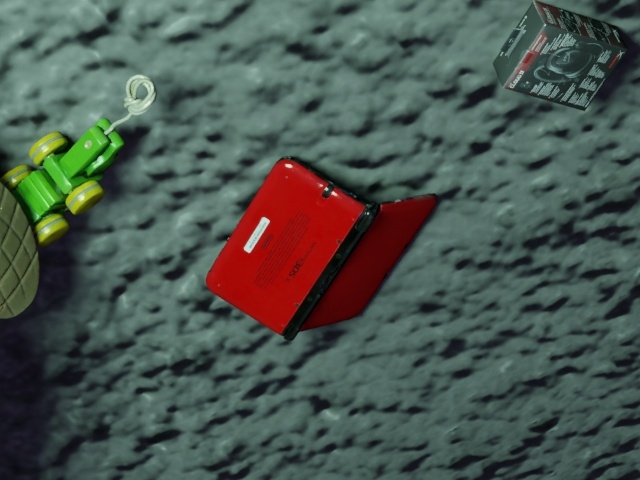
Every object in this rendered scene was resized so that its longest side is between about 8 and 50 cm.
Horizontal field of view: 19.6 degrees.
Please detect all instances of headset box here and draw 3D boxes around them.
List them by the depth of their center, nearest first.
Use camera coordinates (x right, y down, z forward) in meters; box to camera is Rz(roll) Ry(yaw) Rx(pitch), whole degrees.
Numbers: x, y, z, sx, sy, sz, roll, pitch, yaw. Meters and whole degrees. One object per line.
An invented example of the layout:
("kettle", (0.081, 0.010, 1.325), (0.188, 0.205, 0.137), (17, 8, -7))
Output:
("headset box", (0.171, -0.135, 1.354), (0.083, 0.032, 0.062), (13, 128, -25))

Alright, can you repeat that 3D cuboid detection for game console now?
("game console", (0.000, 0.000, 1.450), (0.124, 0.085, 0.144), (32, 123, -1))

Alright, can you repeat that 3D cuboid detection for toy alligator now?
("toy alligator", (-0.171, -0.054, 1.326), (0.190, 0.056, 0.051), (-41, 170, 23))

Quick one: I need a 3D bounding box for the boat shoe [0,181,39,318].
("boat shoe", (-0.256, -0.025, 1.297), (0.064, 0.060, 0.178), (-40, 119, -24))
